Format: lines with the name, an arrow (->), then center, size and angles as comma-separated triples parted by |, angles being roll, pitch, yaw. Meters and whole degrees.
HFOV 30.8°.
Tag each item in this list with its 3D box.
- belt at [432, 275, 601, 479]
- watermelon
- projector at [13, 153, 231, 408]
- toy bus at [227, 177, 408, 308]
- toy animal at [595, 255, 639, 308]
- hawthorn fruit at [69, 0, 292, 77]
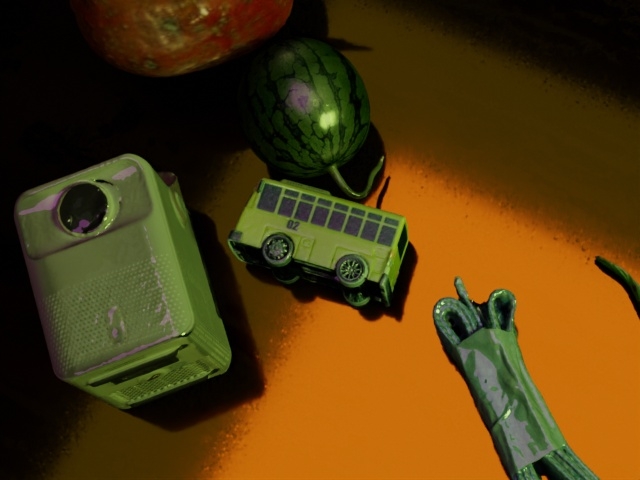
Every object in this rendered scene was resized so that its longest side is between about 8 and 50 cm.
belt -> 0.200, 0.173, 1.141 | 0.087, 0.072, 0.302 | -26, 72, 6
watermelon -> -0.008, -0.124, 1.237 | 0.140, 0.141, 0.187 | -29, 76, 0
projector -> -0.205, 0.037, 1.202 | 0.163, 0.177, 0.243 | -19, 69, 2
toy bus -> 0.000, 0.000, 1.224 | 0.175, 0.088, 0.101 | 17, 75, 12
toy animal -> 0.364, 0.083, 1.156 | 0.075, 0.041, 0.217 | -31, 65, 1
hawthorn fruit -> -0.150, -0.301, 1.270 | 0.261, 0.258, 0.258 | -4, 68, -25
